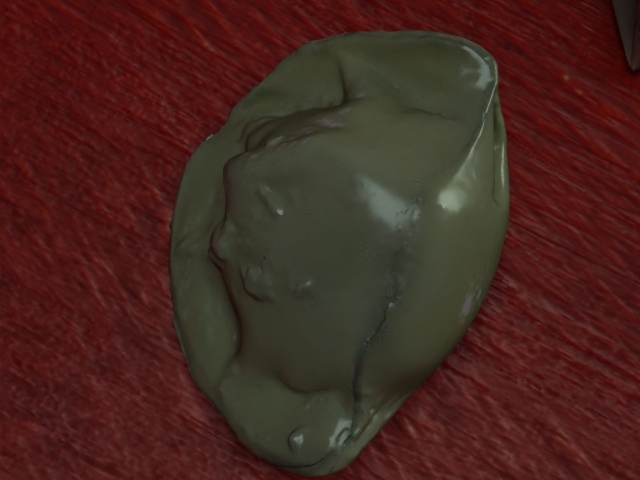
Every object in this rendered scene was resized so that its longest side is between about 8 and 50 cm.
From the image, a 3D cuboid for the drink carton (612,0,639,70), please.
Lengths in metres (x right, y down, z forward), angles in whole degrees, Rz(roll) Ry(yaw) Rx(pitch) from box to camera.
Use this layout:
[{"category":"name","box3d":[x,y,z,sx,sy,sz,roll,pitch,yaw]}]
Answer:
[{"category":"drink carton","box3d":[0.429,-0.287,1.387,0.324,0.132,0.194,-9,75,-5]}]

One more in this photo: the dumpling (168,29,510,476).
[{"category":"dumpling","box3d":[0.000,0.000,1.296,0.315,0.233,0.395,15,88,35]}]
